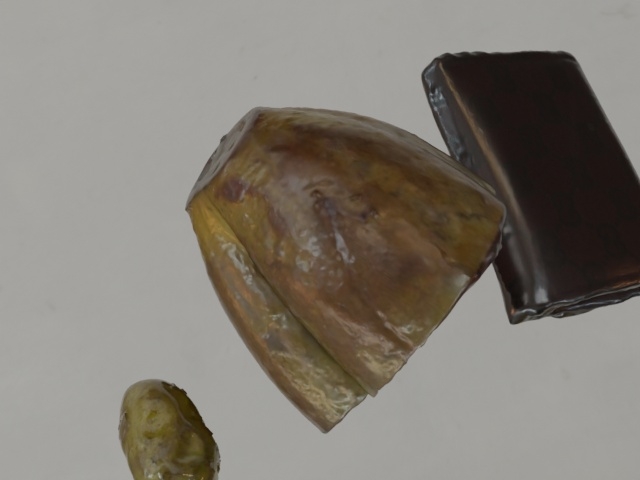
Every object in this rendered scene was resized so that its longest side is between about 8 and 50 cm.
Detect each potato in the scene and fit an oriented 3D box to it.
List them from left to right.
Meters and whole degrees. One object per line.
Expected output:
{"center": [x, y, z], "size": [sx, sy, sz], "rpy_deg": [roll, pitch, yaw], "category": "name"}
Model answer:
{"center": [-0.077, 0.109, 0.601], "size": [0.046, 0.092, 0.045], "rpy_deg": [-4, 131, -22], "category": "potato"}

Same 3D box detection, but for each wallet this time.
{"center": [0.184, -0.052, 0.947], "size": [0.182, 0.049, 0.229], "rpy_deg": [-10, 71, -31], "category": "wallet"}

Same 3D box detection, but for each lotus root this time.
{"center": [-0.001, 0.001, 0.747], "size": [0.180, 0.199, 0.188], "rpy_deg": [37, 103, -6], "category": "lotus root"}
